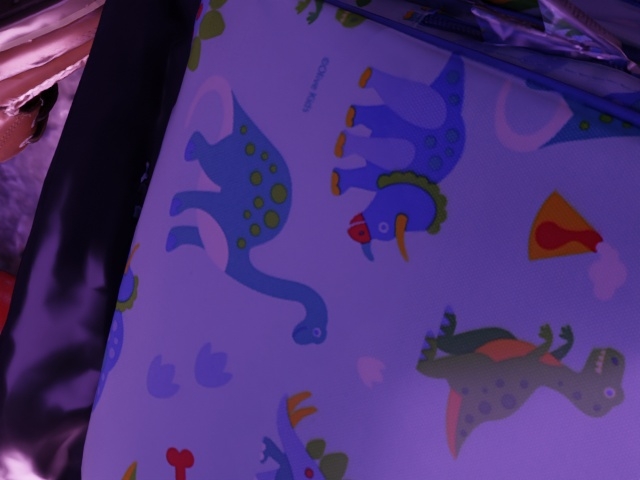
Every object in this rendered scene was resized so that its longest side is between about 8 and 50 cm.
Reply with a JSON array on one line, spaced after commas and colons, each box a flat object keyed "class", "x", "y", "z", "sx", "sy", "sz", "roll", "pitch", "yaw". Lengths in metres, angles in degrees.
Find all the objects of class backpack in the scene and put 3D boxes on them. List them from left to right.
[{"class": "backpack", "x": 0.069, "y": 0.039, "z": 0.471, "sx": 0.355, "sy": 0.273, "sz": 0.290, "roll": 20, "pitch": 99, "yaw": 5}]

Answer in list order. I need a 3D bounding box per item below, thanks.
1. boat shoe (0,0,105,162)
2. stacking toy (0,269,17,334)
[{"class": "boat shoe", "x": -0.196, "y": -0.105, "z": 0.760, "sx": 0.307, "sy": 0.111, "sz": 0.104, "roll": -10, "pitch": 138, "yaw": 34}, {"class": "stacking toy", "x": -0.239, "y": 0.165, "z": 0.947, "sx": 0.141, "sy": 0.141, "sz": 0.330, "roll": 18, "pitch": 120, "yaw": 22}]
